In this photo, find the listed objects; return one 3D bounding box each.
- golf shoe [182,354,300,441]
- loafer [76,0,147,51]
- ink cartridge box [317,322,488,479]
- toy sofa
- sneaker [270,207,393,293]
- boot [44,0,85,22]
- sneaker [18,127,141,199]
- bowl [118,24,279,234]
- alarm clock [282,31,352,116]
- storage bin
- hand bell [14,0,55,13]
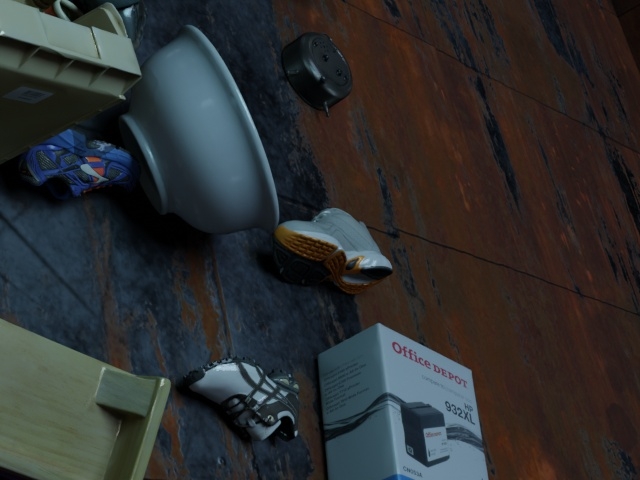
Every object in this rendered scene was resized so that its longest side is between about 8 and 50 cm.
[{"bbox_3d":[-0.092,0.207,1.780,0.198,0.077,0.094,19,50,-45],"label":"golf shoe"},{"bbox_3d":[-0.280,-0.307,1.887,0.267,0.096,0.084,-118,-166,-74],"label":"loafer"},{"bbox_3d":[0.122,0.302,1.949,0.223,0.129,0.307,29,42,-39],"label":"ink cartridge box"},{"bbox_3d":[-0.351,0.156,1.421,0.362,0.177,0.150,30,66,-39],"label":"toy sofa"},{"bbox_3d":[0.000,0.000,2.082,0.262,0.099,0.121,22,39,-55],"label":"sneaker"},{"bbox_3d":[-0.321,-0.249,1.835,0.158,0.084,0.059,48,31,-20],"label":"boot"},{"bbox_3d":[-0.309,-0.091,1.735,0.221,0.083,0.087,22,86,-58],"label":"sneaker"},{"bbox_3d":[-0.178,-0.124,1.824,0.134,0.298,0.298,-24,82,-14],"label":"bowl"},{"bbox_3d":[0.002,-0.302,2.357,0.129,0.064,0.192,45,31,-22],"label":"alarm clock"},{"bbox_3d":[-0.377,-0.190,1.509,0.262,0.260,0.123,8,61,-62],"label":"storage bin"},{"bbox_3d":[-0.338,-0.304,1.704,0.126,0.242,0.126,34,39,-33],"label":"hand bell"}]
